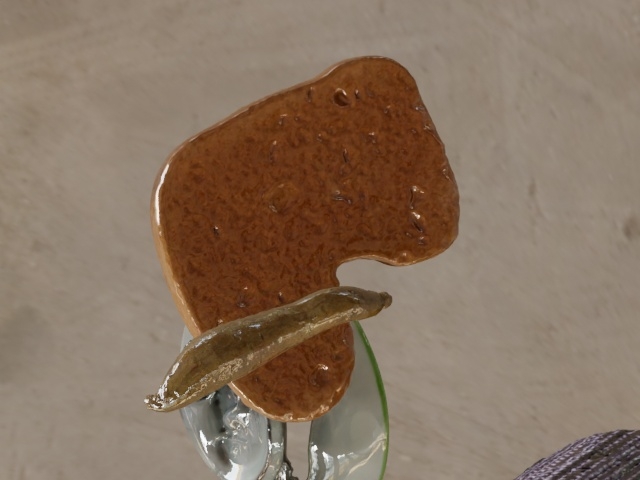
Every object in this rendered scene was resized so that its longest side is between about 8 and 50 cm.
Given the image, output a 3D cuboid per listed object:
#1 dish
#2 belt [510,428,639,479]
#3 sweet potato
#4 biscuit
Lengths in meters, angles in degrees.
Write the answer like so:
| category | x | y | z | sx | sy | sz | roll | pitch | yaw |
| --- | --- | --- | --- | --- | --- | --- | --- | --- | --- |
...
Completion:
| category | x | y | z | sx | sy | sz | roll | pitch | yaw |
| --- | --- | --- | --- | --- | --- | --- | --- | --- | --- |
| dish | -0.073 | 0.181 | 1.898 | 0.324 | 0.124 | 0.324 | 25 | 122 | 46 |
| belt | 0.212 | 0.250 | 1.044 | 0.325 | 0.122 | 0.260 | -6 | 107 | 53 |
| sweet potato | -0.022 | 0.039 | 0.702 | 0.115 | 0.026 | 0.026 | -24 | 72 | -13 |
| biscuit | 0.000 | 0.000 | 1.026 | 0.192 | 0.036 | 0.186 | -28 | 91 | -12 |
